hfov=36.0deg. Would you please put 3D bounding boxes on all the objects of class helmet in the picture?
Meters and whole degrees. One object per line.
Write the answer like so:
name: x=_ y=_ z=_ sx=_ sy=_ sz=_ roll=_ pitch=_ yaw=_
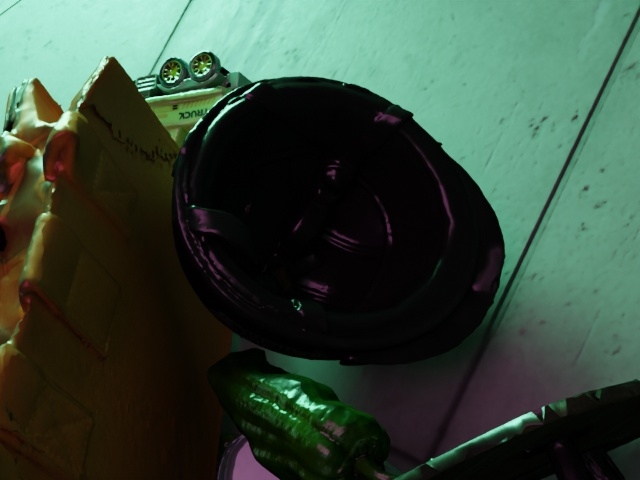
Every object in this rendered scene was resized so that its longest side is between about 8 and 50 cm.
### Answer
helmet: x=0.000 y=0.000 z=0.839 sx=0.278 sy=0.160 sz=0.231 roll=28 pitch=64 yaw=-8

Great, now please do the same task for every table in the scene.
table: x=0.175 y=0.249 z=0.605 sx=0.317 sy=0.317 sz=0.249 roll=-28 pitch=68 yaw=14

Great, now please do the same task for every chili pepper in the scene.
chili pepper: x=-0.021 y=0.130 z=0.729 sx=0.074 sy=0.100 sz=0.257 roll=-55 pitch=28 yaw=-4

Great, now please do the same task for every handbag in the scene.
handbag: x=-0.182 y=0.096 z=0.781 sx=0.116 sy=0.303 sz=0.410 roll=-9 pitch=51 yaw=18

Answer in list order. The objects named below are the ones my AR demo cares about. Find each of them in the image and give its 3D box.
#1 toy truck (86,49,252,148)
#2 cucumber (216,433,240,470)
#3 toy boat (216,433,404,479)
toy truck: x=-0.158 y=-0.118 z=1.025 sx=0.191 sy=0.085 sz=0.116 roll=-7 pitch=71 yaw=22
cucumber: x=-0.133 y=0.209 z=0.901 sx=0.167 sy=0.039 sz=0.039 roll=-26 pitch=60 yaw=12
toy boat: x=0.006 y=0.229 z=0.810 sx=0.207 sy=0.079 sz=0.134 roll=28 pitch=81 yaw=22
